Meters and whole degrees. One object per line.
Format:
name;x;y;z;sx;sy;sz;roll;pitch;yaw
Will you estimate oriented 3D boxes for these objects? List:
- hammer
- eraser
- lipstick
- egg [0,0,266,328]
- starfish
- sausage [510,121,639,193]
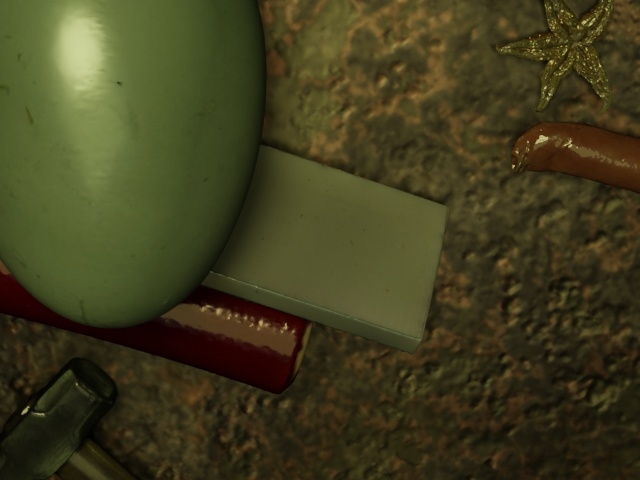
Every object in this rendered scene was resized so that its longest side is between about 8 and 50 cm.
hammer;-0.071;0.235;0.856;0.365;0.043;0.111;43;100;-12
eraser;0.000;0.000;0.770;0.150;0.104;0.023;19;148;-5
lipstick;-0.124;0.030;0.780;0.241;0.080;0.080;16;104;-5
egg;-0.120;-0.084;0.688;0.182;0.183;0.264;-6;87;0
starfish;0.160;-0.122;0.778;0.086;0.016;0.092;-34;97;9
sausage;0.197;-0.046;0.788;0.158;0.036;0.042;12;70;-5
